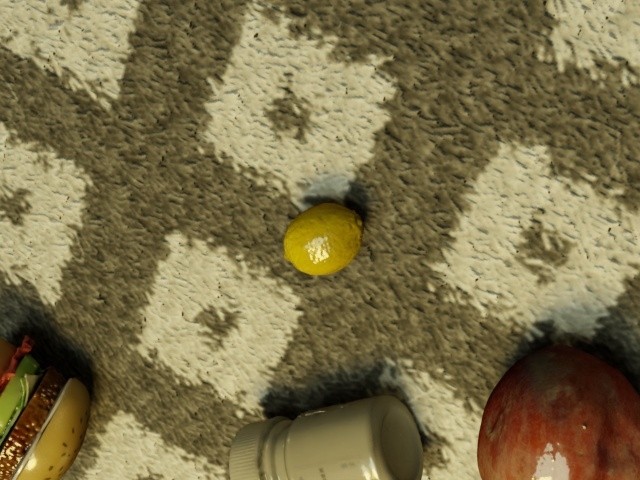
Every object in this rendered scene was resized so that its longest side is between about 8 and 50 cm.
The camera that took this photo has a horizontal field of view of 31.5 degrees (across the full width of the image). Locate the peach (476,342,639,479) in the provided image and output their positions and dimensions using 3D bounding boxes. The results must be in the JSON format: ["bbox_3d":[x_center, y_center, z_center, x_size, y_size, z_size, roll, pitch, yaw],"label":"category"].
[{"bbox_3d":[0.211,0.162,0.982,0.152,0.152,0.152,10,117,20],"label":"peach"}]

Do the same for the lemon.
[{"bbox_3d":[0.000,0.000,1.029,0.092,0.065,0.065,-24,102,35],"label":"lemon"}]

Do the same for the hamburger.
[{"bbox_3d":[-0.321,0.199,1.211,0.137,0.175,0.175,31,123,-7],"label":"hamburger"}]

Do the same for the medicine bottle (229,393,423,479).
[{"bbox_3d":[0.006,0.213,1.103,0.168,0.105,0.105,-17,106,29],"label":"medicine bottle"}]
